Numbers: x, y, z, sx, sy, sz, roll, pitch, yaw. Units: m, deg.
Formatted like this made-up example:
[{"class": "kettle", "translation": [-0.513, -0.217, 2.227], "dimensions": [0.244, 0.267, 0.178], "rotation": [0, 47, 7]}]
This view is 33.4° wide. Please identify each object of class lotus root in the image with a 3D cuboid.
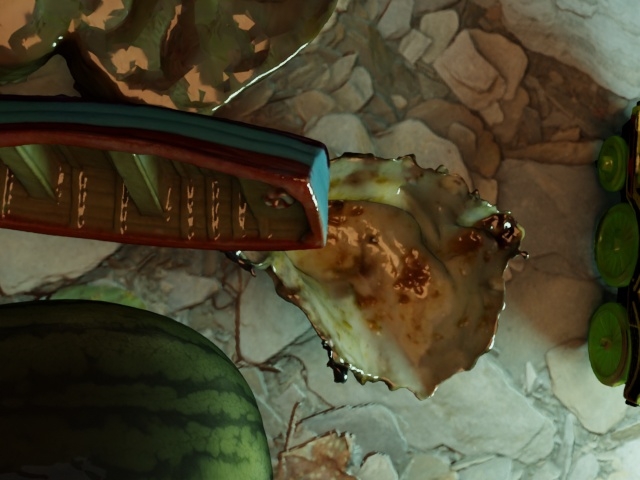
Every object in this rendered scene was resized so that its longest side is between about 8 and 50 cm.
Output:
[{"class": "lotus root", "translation": [-0.158, -0.270, 0.819], "dimensions": [0.390, 0.111, 0.375], "rotation": [5, 79, -16]}]

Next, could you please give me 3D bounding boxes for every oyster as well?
[{"class": "oyster", "translation": [-0.003, 0.007, 0.885], "dimensions": [0.337, 0.133, 0.198], "rotation": [21, 82, -14]}]

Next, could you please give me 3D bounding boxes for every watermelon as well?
[{"class": "watermelon", "translation": [-0.212, 0.180, 0.742], "dimensions": [0.359, 0.279, 0.279], "rotation": [-5, 95, -16]}]

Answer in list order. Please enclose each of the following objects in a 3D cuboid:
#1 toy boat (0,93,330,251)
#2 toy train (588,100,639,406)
[{"class": "toy boat", "translation": [-0.185, -0.052, 0.764], "dimensions": [0.392, 0.136, 0.079], "rotation": [7, 60, 13]}, {"class": "toy train", "translation": [0.323, 0.015, 0.991], "dimensions": [0.100, 0.160, 0.296], "rotation": [1, 93, -13]}]
